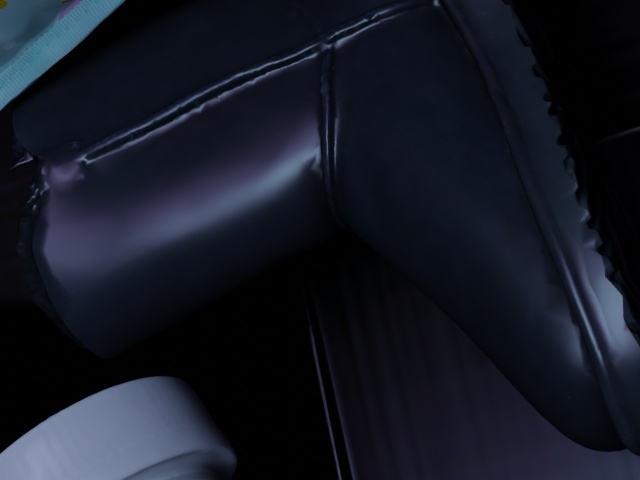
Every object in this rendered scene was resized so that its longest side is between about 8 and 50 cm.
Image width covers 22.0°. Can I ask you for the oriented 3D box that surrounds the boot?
[{"bbox_3d":[0.000,0.000,0.600,0.207,0.094,0.246,-28,65,15],"label":"boot"}]

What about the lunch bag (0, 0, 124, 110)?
[{"bbox_3d":[-0.115,-0.193,0.618,0.262,0.160,0.223,-36,44,19],"label":"lunch bag"}]

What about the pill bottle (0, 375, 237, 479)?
[{"bbox_3d":[-0.033,0.165,0.577,0.121,0.121,0.221,-41,68,15],"label":"pill bottle"}]
